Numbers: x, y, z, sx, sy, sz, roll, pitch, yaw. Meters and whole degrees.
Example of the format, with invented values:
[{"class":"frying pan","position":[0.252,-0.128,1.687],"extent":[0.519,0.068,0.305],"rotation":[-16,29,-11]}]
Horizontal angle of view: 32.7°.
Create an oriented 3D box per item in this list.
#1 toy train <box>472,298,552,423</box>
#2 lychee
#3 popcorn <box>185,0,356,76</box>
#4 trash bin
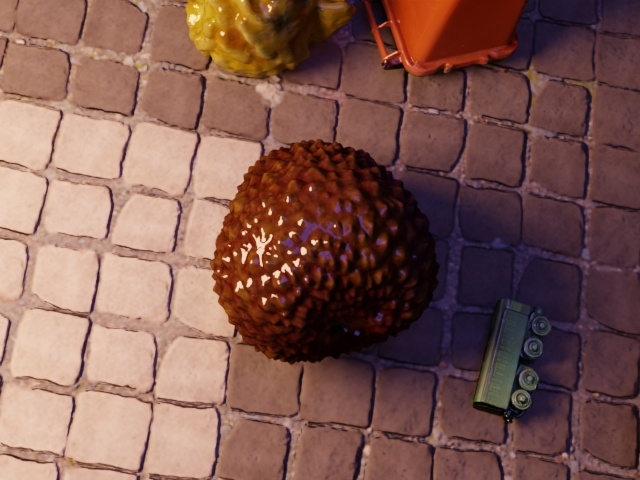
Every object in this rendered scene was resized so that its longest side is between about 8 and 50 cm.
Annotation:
[{"class":"toy train","position":[0.229,0.144,1.300],"extent":[0.071,0.038,0.147],"rotation":[17,72,0]},{"class":"lychee","position":[0.000,0.000,1.213],"extent":[0.272,0.271,0.271],"rotation":[2,73,-8]},{"class":"popcorn","position":[-0.071,-0.308,1.332],"extent":[0.189,0.218,0.169],"rotation":[-15,30,-29]},{"class":"trash bin","position":[0.162,-0.316,1.326],"extent":[0.185,0.238,0.161],"rotation":[-14,76,-11]}]
